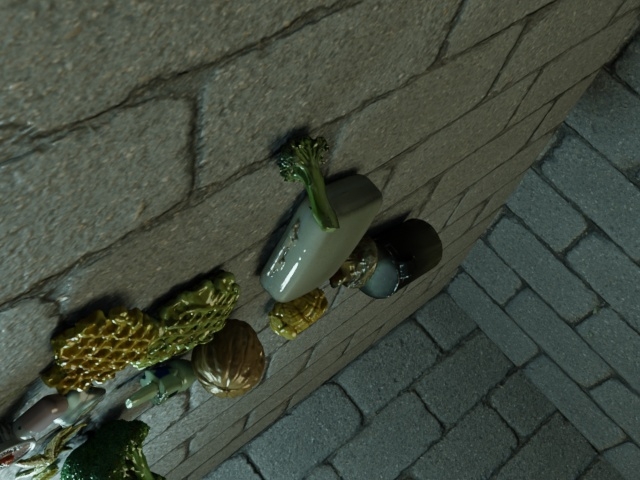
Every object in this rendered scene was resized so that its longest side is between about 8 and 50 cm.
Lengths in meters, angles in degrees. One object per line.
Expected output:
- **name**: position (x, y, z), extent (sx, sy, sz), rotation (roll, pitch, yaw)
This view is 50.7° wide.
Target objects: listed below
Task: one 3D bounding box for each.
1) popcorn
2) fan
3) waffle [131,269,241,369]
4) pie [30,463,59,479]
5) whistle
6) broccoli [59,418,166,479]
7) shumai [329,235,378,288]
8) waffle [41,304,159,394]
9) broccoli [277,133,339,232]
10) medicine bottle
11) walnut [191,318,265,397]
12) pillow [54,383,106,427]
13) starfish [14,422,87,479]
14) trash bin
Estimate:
- **popcorn**: position (-0.080, 0.215, 2.071), extent (0.194, 0.140, 0.163), rotation (-39, 174, 24)
- **fan**: position (-0.622, 0.401, 1.400), extent (0.244, 0.074, 0.130), rotation (-39, 163, 11)
- **waffle**: position (-0.321, 0.200, 1.607), extent (0.317, 0.073, 0.297), rotation (-31, 159, -32)
- **pie**: position (-0.743, 0.634, 1.816), extent (0.084, 0.020, 0.084), rotation (-38, 162, -15)
- **whistle**: position (-0.416, 0.377, 1.793), extent (0.244, 0.092, 0.110), rotation (-22, 155, -50)
- **broccoli**: position (-0.551, 0.627, 1.825), extent (0.308, 0.275, 0.307), rotation (-156, -90, -84)
- **shumai**: position (0.083, 0.069, 2.094), extent (0.153, 0.161, 0.209), rotation (-7, 170, -26)
- **waffle**: position (-0.450, 0.219, 1.357), extent (0.249, 0.056, 0.253), rotation (-25, 154, -10)
- **broccoli**: position (-0.017, -0.109, 1.329), extent (0.118, 0.204, 0.122), rotation (-13, 162, -25)
- **medicine bottle**: position (0.000, 0.000, 1.741), extent (0.282, 0.123, 0.375), rotation (-27, 156, -45)
- **walnut**: position (-0.248, 0.313, 1.824), extent (0.213, 0.213, 0.213), rotation (-38, 162, -15)
- **pillow**: position (-0.557, 0.365, 1.520), extent (0.136, 0.055, 0.091), rotation (-44, 160, 1)
- **starfish**: position (-0.679, 0.534, 1.695), extent (0.223, 0.050, 0.217), rotation (-38, 171, 4)
- **trash bin**: position (0.265, 0.056, 2.303), extent (0.252, 0.202, 0.302), rotation (-4, -167, 41)
